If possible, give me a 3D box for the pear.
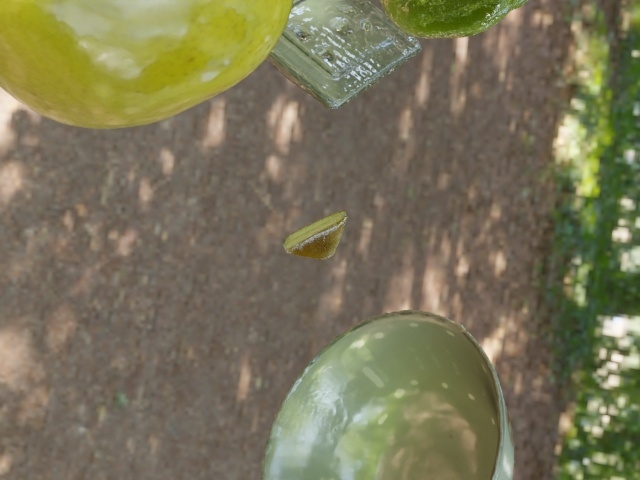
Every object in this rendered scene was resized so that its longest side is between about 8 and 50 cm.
[{"bbox_3d":[-0.203,-0.287,1.283,0.418,0.362,0.362,2,96,-68],"label":"pear"}]

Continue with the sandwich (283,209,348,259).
[{"bbox_3d":[0.000,0.000,1.508,0.031,0.083,0.044,-110,175,-52],"label":"sandwich"}]

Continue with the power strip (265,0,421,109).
[{"bbox_3d":[-0.014,-0.302,1.932,0.257,0.251,0.092,-38,171,-43],"label":"power strip"}]

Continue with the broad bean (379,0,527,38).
[{"bbox_3d":[0.147,-0.273,1.346,0.124,0.174,0.082,51,34,-21],"label":"broad bean"}]

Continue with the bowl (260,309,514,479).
[{"bbox_3d":[0.103,0.259,1.469,0.157,0.337,0.337,33,64,-41],"label":"bowl"}]
